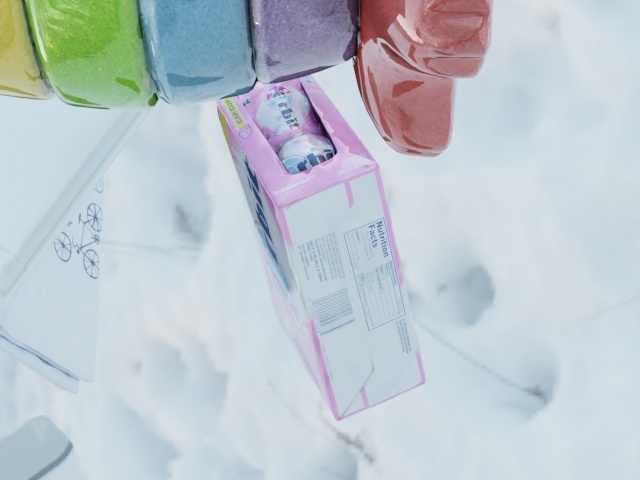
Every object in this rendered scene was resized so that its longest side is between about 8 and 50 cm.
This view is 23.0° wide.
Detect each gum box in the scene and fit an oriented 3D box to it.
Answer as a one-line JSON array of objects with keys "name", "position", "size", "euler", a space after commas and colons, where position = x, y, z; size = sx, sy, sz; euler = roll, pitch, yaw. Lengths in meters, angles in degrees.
[{"name": "gum box", "position": [0.000, 0.000, 0.916], "size": [0.107, 0.062, 0.188], "euler": [-122, 14, -46]}]

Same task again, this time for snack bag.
[{"name": "snack bag", "position": [-0.311, -0.051, 1.558], "size": [0.037, 0.342, 0.323], "euler": [-10, 63, 21]}]

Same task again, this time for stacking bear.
[{"name": "stacking bear", "position": [-0.100, -0.112, 0.533], "size": [0.175, 0.289, 0.164], "euler": [96, 170, -80]}]

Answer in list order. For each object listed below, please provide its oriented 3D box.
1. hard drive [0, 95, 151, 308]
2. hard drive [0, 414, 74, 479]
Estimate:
[{"name": "hard drive", "position": [-0.255, -0.115, 1.267], "size": [0.307, 0.203, 0.040], "euler": [-58, -6, -29]}, {"name": "hard drive", "position": [-0.312, 0.293, 1.206], "size": [0.047, 0.233, 0.353], "euler": [43, 142, 15]}]
